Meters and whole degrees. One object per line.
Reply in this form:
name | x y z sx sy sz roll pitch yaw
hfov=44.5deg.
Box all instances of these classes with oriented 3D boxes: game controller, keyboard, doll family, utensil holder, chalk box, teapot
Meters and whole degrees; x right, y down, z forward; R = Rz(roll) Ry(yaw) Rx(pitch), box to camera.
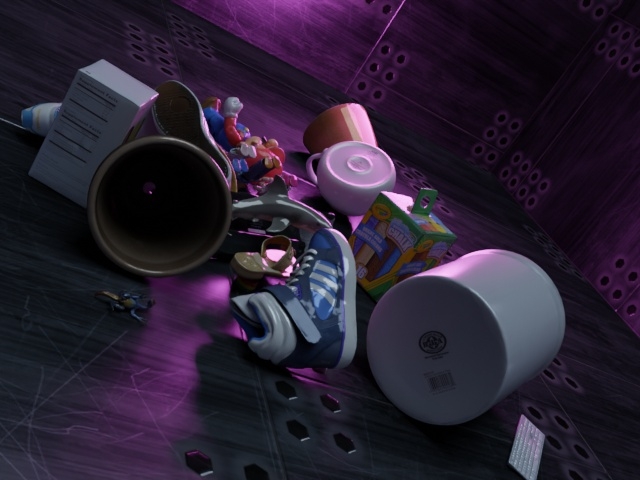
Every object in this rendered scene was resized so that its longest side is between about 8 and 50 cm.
game controller | -0.157 -0.029 1.773 0.319 0.067 0.166 10 54 -49
keyboard | 0.463 0.465 1.747 0.072 0.014 0.256 38 21 10
doll family | -0.193 -0.174 1.982 0.263 0.163 0.118 14 61 -43
utensil holder | 0.317 0.196 1.689 0.327 0.327 0.385 43 24 21
chalk box | 0.213 -0.005 2.011 0.180 0.289 0.179 4 36 -52
teapot | 0.095 -0.165 2.354 0.252 0.187 0.256 0 48 -11

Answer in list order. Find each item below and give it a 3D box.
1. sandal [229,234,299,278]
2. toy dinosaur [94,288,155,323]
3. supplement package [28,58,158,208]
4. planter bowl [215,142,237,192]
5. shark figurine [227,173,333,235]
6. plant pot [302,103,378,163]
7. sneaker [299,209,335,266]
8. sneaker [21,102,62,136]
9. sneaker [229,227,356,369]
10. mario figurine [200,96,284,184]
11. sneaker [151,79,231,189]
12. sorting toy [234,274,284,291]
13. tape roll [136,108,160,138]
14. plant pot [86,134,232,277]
sandal | -0.093 0.028 1.664 0.088 0.079 0.240 45 23 20
toy dinosaur | -0.324 0.102 1.339 0.090 0.047 0.082 30 0 19
supplement package | -0.447 -0.213 1.547 0.134 0.244 0.139 31 21 -7
planter bowl | -0.295 -0.128 1.752 0.217 0.090 0.217 21 61 -46
shark figurine | -0.122 -0.086 1.688 0.278 0.116 0.166 3 19 -30
plant pot | 0.098 -0.277 2.579 0.237 0.237 0.254 7 50 -50
sneaker | 0.000 0.000 1.905 0.086 0.132 0.229 18 26 -36
sneaker | -0.564 -0.266 1.710 0.092 0.087 0.228 4 5 8
sneaker | -0.060 0.093 1.514 0.236 0.130 0.323 13 53 -25
mario figurine | -0.200 -0.277 2.161 0.320 0.170 0.198 44 16 31
sneaker | -0.278 -0.204 1.669 0.290 0.106 0.123 62 -11 19
sorting toy | -0.054 0.152 1.617 0.274 0.046 0.132 31 21 -10
tape roll | -0.405 -0.260 1.785 0.219 0.072 0.219 -4 7 0
plant pot | -0.322 -0.083 1.506 0.263 0.263 0.229 25 5 -24
